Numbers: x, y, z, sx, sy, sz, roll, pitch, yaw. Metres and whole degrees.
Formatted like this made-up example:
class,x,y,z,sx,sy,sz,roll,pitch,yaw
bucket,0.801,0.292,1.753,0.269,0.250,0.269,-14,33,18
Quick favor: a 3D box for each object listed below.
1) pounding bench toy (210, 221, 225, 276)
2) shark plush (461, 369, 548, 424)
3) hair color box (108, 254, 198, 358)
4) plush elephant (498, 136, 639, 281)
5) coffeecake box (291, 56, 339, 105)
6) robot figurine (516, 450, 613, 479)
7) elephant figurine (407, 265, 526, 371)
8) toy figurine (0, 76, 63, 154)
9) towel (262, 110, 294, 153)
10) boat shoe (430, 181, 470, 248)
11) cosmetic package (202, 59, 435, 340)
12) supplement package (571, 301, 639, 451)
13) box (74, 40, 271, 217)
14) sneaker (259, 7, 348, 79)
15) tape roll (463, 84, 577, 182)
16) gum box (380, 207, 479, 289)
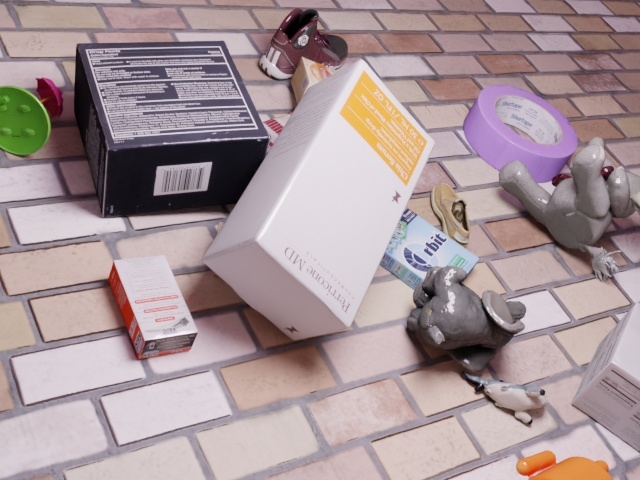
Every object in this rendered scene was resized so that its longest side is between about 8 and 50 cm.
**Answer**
class,x,y,z,sx,sy,sz,roll,pitch,yaw
pounding bench toy,-0.167,0.018,1.511,0.052,0.065,0.083,15,43,-12
shark plush,0.333,0.278,1.534,0.161,0.073,0.067,8,20,9
hair color box,-0.275,0.105,1.379,0.093,0.053,0.167,-6,49,-32
plush elephant,0.625,-0.111,1.904,0.255,0.271,0.330,-42,102,-33
coffeecake box,0.036,-0.333,1.935,0.185,0.068,0.142,17,30,-21
robot figurine,0.385,0.422,1.334,0.219,0.128,0.158,-13,97,-36
elephant figurine,0.293,0.148,1.540,0.239,0.169,0.186,24,71,-13
toy figurine,-0.554,-0.248,1.579,0.173,0.130,0.159,2,27,9
towel,-0.027,-0.186,1.815,0.237,0.037,0.329,41,42,19
boat shoe,0.290,-0.066,1.821,0.068,0.072,0.190,6,45,-21
cosmetic package,0.012,-0.077,1.489,0.230,0.161,0.453,44,53,-23
supplement package,0.644,0.285,1.589,0.261,0.145,0.204,36,43,10
box,-0.287,-0.217,1.588,0.296,0.183,0.294,-7,51,-23
sneaker,-0.012,-0.485,2.025,0.106,0.163,0.281,43,45,18
tape roll,0.500,-0.270,2.123,0.274,0.090,0.275,13,44,-13
gum box,0.208,0.032,1.704,0.184,0.041,0.157,36,43,12
